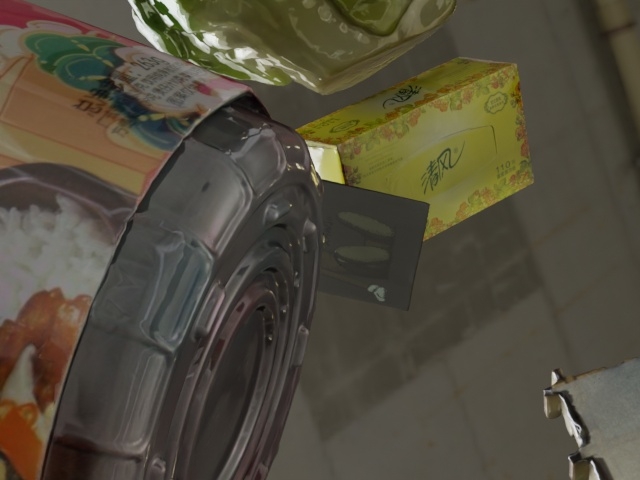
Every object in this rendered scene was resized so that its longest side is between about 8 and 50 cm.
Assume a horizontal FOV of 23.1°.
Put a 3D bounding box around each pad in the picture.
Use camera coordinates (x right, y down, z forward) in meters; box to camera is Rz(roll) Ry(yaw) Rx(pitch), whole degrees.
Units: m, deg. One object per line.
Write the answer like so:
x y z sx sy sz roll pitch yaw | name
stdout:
0.000 0.000 0.985 0.190 0.127 0.004 92 -169 -68 | pad

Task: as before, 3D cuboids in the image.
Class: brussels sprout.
-0.046 -0.229 1.117 0.294 0.227 0.259 49 -172 5 | brussels sprout

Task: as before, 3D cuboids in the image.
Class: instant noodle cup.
-0.107 0.026 0.498 0.302 0.181 0.258 62 -135 -71 | instant noodle cup

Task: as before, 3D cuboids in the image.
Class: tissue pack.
0.066 -0.056 1.098 0.176 0.062 0.095 -26 -63 -34 | tissue pack

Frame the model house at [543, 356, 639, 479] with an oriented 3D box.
0.259 0.132 0.888 0.206 0.271 0.178 74 174 -54 | model house
